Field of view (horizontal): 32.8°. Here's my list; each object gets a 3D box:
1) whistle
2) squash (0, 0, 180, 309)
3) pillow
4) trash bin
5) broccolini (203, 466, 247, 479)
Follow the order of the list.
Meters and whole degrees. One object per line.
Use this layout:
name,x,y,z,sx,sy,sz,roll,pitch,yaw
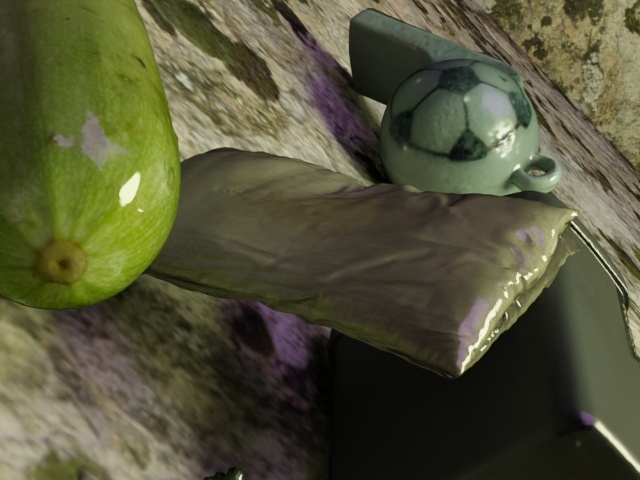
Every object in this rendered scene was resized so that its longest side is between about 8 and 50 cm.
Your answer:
whistle,0.105,-0.111,1.040,0.289,0.163,0.163,30,9,33
squash,-0.147,-0.102,0.561,0.118,0.118,0.370,31,22,-37
pillow,0.000,0.000,0.554,0.229,0.050,0.148,14,26,27
trash bin,0.089,0.080,0.605,0.101,0.176,0.236,48,23,-21
broccolini,-0.048,0.149,0.377,0.091,0.068,0.202,66,21,-8
